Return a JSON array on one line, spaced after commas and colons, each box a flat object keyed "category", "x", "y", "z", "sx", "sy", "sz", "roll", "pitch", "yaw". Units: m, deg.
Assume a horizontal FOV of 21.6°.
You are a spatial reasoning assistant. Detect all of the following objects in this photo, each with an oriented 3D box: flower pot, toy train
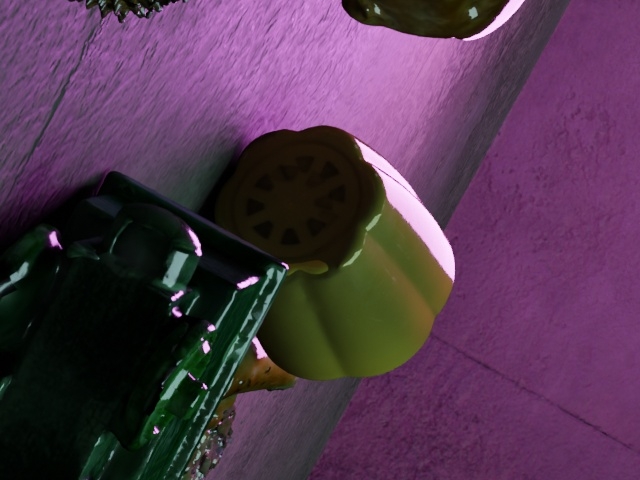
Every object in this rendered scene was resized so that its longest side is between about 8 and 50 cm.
[{"category": "flower pot", "x": 0.000, "y": 0.000, "z": 1.379, "sx": 0.195, "sy": 0.195, "sz": 0.179, "roll": -59, "pitch": 156, "yaw": -12}, {"category": "toy train", "x": -0.144, "y": 0.095, "z": 0.990, "sx": 0.266, "sy": 0.145, "sz": 0.202, "roll": -62, "pitch": 173, "yaw": 10}]

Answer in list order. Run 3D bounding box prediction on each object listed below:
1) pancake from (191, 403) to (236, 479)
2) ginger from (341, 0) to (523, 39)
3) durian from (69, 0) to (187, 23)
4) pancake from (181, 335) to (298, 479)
[{"category": "pancake", "x": -0.156, "y": 0.227, "z": 1.563, "sx": 0.282, "sy": 0.049, "sz": 0.282, "roll": -58, "pitch": 168, "yaw": -20}, {"category": "ginger", "x": 0.085, "y": -0.273, "z": 1.131, "sx": 0.357, "sy": 0.152, "sz": 0.274, "roll": 89, "pitch": 12, "yaw": -72}, {"category": "durian", "x": -0.082, "y": -0.153, "z": 0.823, "sx": 0.140, "sy": 0.071, "sz": 0.110, "roll": -51, "pitch": 167, "yaw": -23}, {"category": "pancake", "x": -0.134, "y": 0.196, "z": 1.406, "sx": 0.376, "sy": 0.054, "sz": 0.197, "roll": -46, "pitch": 145, "yaw": -33}]
